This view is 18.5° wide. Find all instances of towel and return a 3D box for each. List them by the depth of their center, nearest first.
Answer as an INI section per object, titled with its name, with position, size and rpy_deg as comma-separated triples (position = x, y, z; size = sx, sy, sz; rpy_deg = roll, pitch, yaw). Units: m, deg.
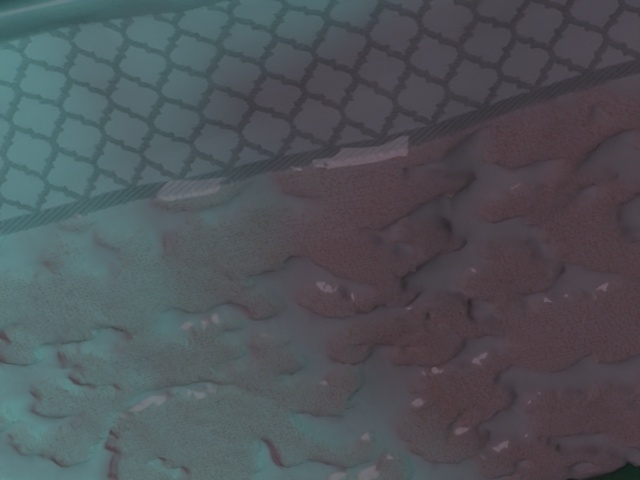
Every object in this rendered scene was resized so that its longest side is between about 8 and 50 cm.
[towel]
position = 0.000, 0.000, 0.657
size = 0.331, 0.053, 0.317
rpy_deg = -13, 138, 13

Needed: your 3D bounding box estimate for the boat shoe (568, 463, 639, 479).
[boat shoe]
position = 0.175, 0.187, 0.865
size = 0.324, 0.116, 0.096
rpy_deg = 43, 139, -22
